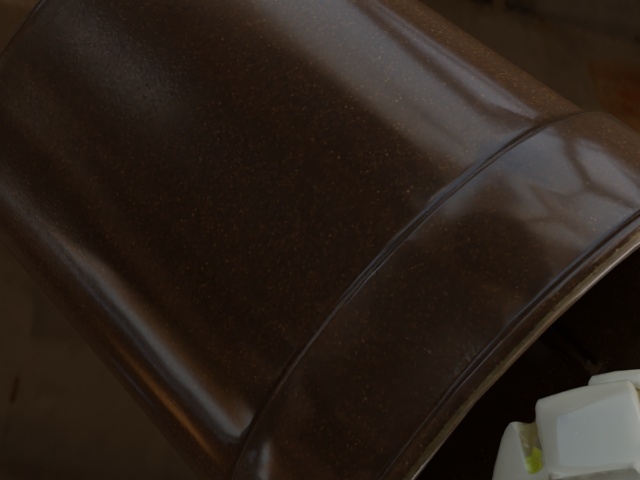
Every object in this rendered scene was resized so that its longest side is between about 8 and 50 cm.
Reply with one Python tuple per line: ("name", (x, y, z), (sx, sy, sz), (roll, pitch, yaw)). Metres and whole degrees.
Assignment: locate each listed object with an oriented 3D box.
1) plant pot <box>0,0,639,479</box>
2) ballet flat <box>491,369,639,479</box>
("plant pot", (0.000, 0.000, 0.545), (0.165, 0.167, 0.167), (41, -72, 20))
("ballet flat", (0.066, 0.066, 0.408), (0.077, 0.231, 0.077), (-10, -95, 16))
